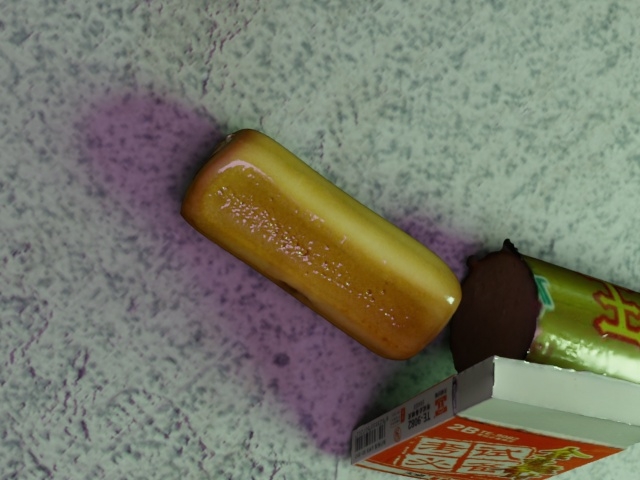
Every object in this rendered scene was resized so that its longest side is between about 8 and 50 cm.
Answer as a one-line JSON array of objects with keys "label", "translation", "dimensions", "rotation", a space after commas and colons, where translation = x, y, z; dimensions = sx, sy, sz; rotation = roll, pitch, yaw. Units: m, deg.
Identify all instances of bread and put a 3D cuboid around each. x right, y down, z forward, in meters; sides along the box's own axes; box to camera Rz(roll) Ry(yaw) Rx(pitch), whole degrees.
[{"label": "bread", "translation": [0.000, 0.000, 1.303], "dimensions": [0.239, 0.074, 0.092], "rotation": [36, 107, -24]}]

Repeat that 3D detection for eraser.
[{"label": "eraser", "translation": [0.143, 0.149, 1.328], "dimensions": [0.157, 0.230, 0.038], "rotation": [13, 65, -22]}]

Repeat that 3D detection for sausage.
[{"label": "sausage", "translation": [0.264, 0.106, 1.403], "dimensions": [0.317, 0.117, 0.125], "rotation": [17, 63, -23]}]
